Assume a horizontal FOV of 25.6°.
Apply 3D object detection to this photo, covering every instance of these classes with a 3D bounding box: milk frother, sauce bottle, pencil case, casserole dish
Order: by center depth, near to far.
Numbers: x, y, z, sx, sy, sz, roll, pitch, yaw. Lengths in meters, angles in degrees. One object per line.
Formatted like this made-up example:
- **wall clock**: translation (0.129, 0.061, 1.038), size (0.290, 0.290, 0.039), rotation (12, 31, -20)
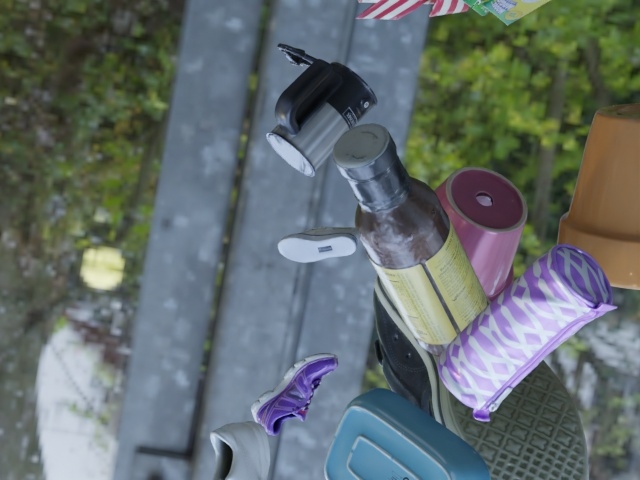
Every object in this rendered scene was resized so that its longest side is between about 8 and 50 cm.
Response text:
- **casserole dish**: translation (0.067, 0.205, 1.221), size (0.037, 0.114, 0.188), rotation (6, -160, -46)
- **pencil case**: translation (0.203, 0.093, 1.410), size (0.086, 0.206, 0.088), rotation (13, -137, -32)
- **sauce bottle**: translation (0.109, 0.001, 1.676), size (0.111, 0.111, 0.344), rotation (16, 148, 37)
- **milk frother**: translation (-0.026, -0.183, 1.875), size (0.143, 0.134, 0.129), rotation (25, 159, 52)

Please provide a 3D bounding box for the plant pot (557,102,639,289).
- **plant pot**: translation (0.450, -0.066, 1.798), size (0.291, 0.203, 0.291), rotation (-1, -168, 0)

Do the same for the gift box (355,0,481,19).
- **gift box**: translation (0.138, -0.462, 1.941), size (0.276, 0.255, 0.258), rotation (-7, -125, -20)

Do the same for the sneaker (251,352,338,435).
- **sneaker**: translation (-0.030, 0.245, 2.231), size (0.071, 0.170, 0.068), rotation (52, -166, 29)

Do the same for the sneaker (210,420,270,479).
- **sneaker**: translation (-0.105, 0.351, 1.889), size (0.080, 0.212, 0.094), rotation (-27, 161, 36)

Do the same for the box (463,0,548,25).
- **box**: translation (0.285, -0.352, 1.900), size (0.179, 0.043, 0.105), rotation (-27, 162, 21)

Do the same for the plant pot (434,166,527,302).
- **plant pot**: translation (0.211, -0.004, 2.081), size (0.201, 0.180, 0.201), rotation (12, -132, -13)

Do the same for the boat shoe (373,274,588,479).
- **boat shoe**: translation (0.195, 0.210, 1.824), size (0.187, 0.156, 0.500), rotation (-4, -144, -21)

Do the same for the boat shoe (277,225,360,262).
- **boat shoe**: translation (0.000, 0.000, 1.623), size (0.100, 0.035, 0.035), rotation (-8, -151, 27)
